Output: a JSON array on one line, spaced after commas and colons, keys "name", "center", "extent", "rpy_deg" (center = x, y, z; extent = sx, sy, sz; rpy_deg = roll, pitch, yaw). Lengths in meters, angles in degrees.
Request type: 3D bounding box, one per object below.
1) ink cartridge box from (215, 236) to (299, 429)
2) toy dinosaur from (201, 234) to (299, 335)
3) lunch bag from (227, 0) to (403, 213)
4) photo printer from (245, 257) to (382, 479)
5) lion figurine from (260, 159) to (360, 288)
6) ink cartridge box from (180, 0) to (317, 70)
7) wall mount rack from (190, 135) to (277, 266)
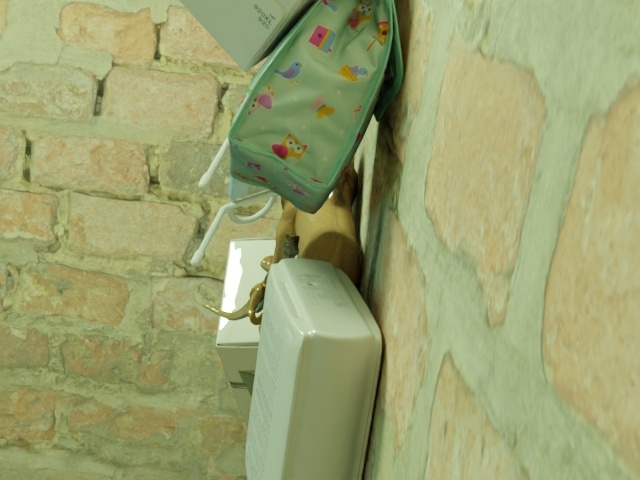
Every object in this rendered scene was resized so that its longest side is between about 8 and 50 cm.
[{"name": "ink cartridge box", "center": [-0.076, 0.150, 1.733], "extent": [0.273, 0.115, 0.198], "rpy_deg": [79, -168, -52]}, {"name": "toy dinosaur", "center": [-0.076, 0.078, 1.425], "extent": [0.211, 0.064, 0.112], "rpy_deg": [-44, 32, 34]}, {"name": "lunch bag", "center": [0.003, -0.181, 1.330], "extent": [0.262, 0.160, 0.223], "rpy_deg": [-63, 1, -9]}, {"name": "photo printer", "center": [-0.017, 0.203, 1.277], "extent": [0.256, 0.107, 0.307], "rpy_deg": [-122, 38, -70]}, {"name": "lion figurine", "center": [0.000, 0.000, 1.492], "extent": [0.392, 0.142, 0.240], "rpy_deg": [-111, 32, -48]}, {"name": "ink cartridge box", "center": [-0.045, -0.357, 1.337], "extent": [0.233, 0.171, 0.168], "rpy_deg": [-43, -1, -36]}, {"name": "wall mount rack", "center": [-0.129, -0.109, 2.060], "extent": [0.130, 0.304, 0.350], "rpy_deg": [50, 147, 31]}]
